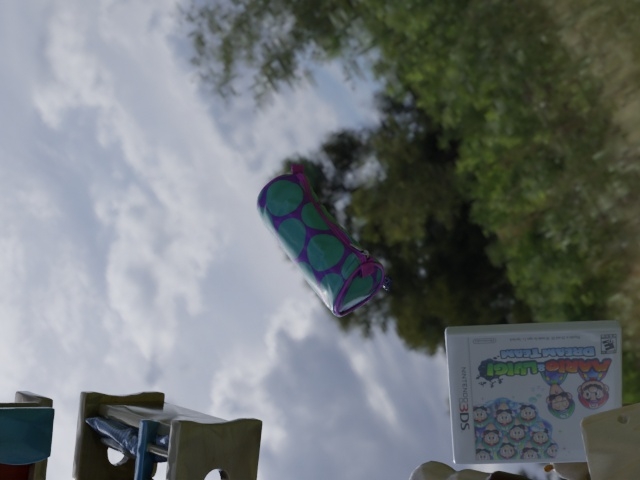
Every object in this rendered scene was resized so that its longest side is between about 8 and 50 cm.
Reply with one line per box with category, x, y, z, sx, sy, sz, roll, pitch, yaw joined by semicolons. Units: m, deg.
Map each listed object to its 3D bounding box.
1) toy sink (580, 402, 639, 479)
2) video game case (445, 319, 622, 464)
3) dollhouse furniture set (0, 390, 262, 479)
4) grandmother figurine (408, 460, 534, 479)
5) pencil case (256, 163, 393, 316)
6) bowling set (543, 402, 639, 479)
toy sink;0.282;0.206;0.799;0.131;0.152;0.234;-92;-22;-44
video game case;0.197;0.142;1.099;0.019;0.157;0.143;-76;-19;-65
dollhouse furniture set;-0.154;0.169;0.759;0.183;0.129;0.129;6;-91;-40
grandmother figurine;0.127;0.185;0.622;0.208;0.342;0.104;40;-127;-19
pencil case;0.000;0.000;1.133;0.064;0.070;0.152;-2;-139;-43
bowling set;0.392;0.225;1.351;0.200;0.287;0.154;-52;-55;-80
